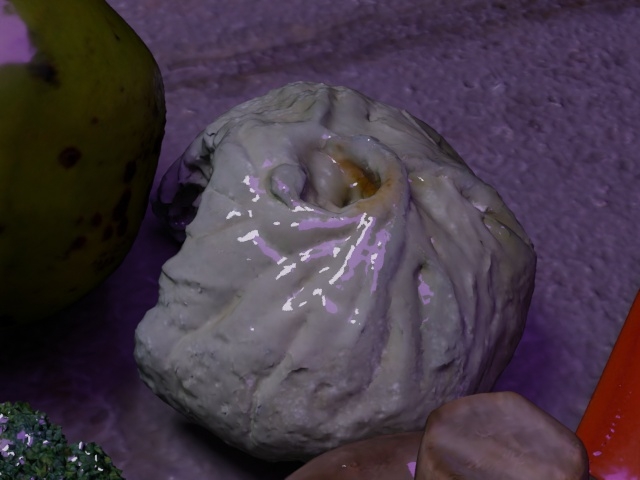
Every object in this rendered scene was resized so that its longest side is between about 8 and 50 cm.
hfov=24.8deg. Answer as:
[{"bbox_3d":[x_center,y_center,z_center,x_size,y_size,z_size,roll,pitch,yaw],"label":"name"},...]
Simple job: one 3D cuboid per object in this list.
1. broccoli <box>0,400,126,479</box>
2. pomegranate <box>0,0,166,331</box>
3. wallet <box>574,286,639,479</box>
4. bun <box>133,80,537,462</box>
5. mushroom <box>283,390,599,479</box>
[{"bbox_3d":[-0.158,0.145,0.558,0.195,0.156,0.196,4,84,-38],"label":"broccoli"},{"bbox_3d":[-0.167,-0.071,0.684,0.198,0.198,0.246,11,50,-5],"label":"pomegranate"},{"bbox_3d":[0.218,0.079,0.750,0.142,0.045,0.204,27,53,8],"label":"wallet"},{"bbox_3d":[0.000,0.000,0.695,0.203,0.127,0.212,-17,48,-27],"label":"bun"},{"bbox_3d":[0.059,0.142,0.557,0.207,0.215,0.207,4,42,-4],"label":"mushroom"}]
